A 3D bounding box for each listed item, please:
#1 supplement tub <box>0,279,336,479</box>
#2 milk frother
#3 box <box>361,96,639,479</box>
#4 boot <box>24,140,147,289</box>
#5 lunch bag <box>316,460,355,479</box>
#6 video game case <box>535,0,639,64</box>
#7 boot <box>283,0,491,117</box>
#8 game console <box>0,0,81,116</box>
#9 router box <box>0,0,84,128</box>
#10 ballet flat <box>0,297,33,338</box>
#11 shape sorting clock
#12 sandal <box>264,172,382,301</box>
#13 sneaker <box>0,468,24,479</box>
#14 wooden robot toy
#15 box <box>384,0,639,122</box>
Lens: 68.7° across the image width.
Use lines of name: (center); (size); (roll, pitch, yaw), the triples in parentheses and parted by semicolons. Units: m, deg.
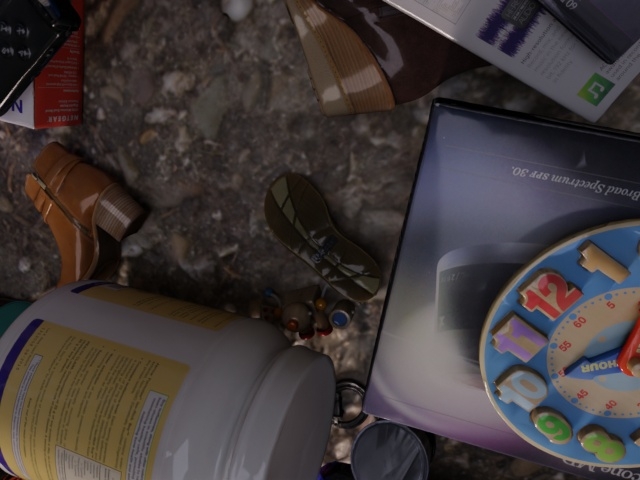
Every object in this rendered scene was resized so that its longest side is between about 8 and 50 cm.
supplement tub: (-0.171, 0.189, 0.535); (0.331, 0.241, 0.241); (11, 109, 19)
milk frother: (0.059, 0.232, 0.566); (0.143, 0.135, 0.129); (-11, 73, 14)
box: (0.219, 0.040, 0.445); (0.296, 0.183, 0.294); (13, 111, 10)
boot: (-0.337, -0.018, 0.624); (0.152, 0.073, 0.197); (39, 101, -1)
lunch bag: (0.117, 0.481, 0.515); (0.385, 0.239, 0.327); (20, 96, 24)
video game case: (0.218, -0.276, 0.268); (0.196, 0.026, 0.274); (33, 122, -12)
boot: (0.064, -0.260, 0.456); (0.207, 0.090, 0.248); (-19, 101, 6)
game console: (-0.381, -0.288, 0.404); (0.250, 0.173, 0.293); (-35, 96, 21)
router box: (-0.445, -0.317, 0.548); (0.335, 0.082, 0.301); (15, 110, 9)
ballet flat: (-0.491, 0.141, 0.706); (0.316, 0.107, 0.106); (18, 130, 13)
shape sorting clock: (0.222, 0.083, 0.337); (0.206, 0.040, 0.206); (4, 108, 12)
sandal: (0.000, 0.000, 0.552); (0.072, 0.049, 0.180); (-43, 81, -2)
sneaker: (-0.476, 0.416, 0.796); (0.221, 0.083, 0.087); (14, 96, 4)
wooden robot toy: (-0.013, 0.094, 0.571); (0.173, 0.079, 0.076); (-16, 102, 18)
box: (0.149, -0.264, 0.339); (0.322, 0.058, 0.232); (26, 124, -9)
